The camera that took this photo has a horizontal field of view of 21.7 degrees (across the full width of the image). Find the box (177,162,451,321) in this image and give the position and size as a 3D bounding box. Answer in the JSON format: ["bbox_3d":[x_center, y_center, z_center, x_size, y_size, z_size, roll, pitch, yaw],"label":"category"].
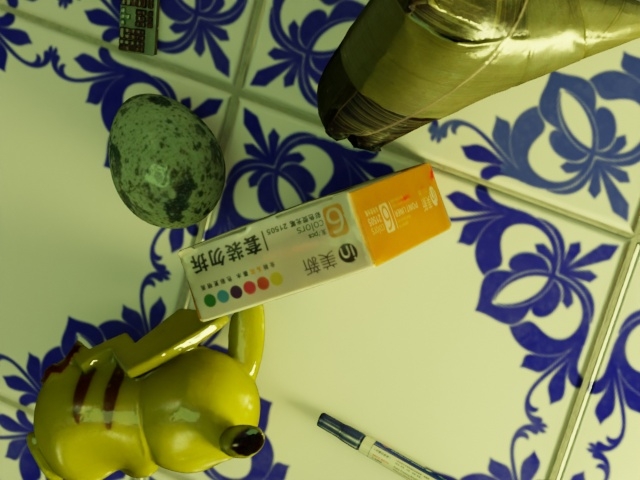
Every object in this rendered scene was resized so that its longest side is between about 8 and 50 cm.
[{"bbox_3d":[0.000,0.000,1.830,0.221,0.274,0.091,-19,91,22],"label":"box"}]

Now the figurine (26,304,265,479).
[{"bbox_3d":[-0.194,0.191,2.013,0.327,0.218,0.169,-4,141,16],"label":"figurine"}]

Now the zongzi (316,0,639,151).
[{"bbox_3d":[0.184,-0.190,1.806,0.318,0.154,0.289,14,144,-19],"label":"zongzi"}]

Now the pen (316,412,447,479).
[{"bbox_3d":[0.086,0.261,1.986,0.204,0.025,0.025,29,111,15],"label":"pen"}]

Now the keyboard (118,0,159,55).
[{"bbox_3d":[-0.214,-0.305,1.986,0.055,0.017,0.166,10,105,20],"label":"keyboard"}]

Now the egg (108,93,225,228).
[{"bbox_3d":[-0.184,-0.096,1.958,0.132,0.132,0.172,-34,75,25],"label":"egg"}]
